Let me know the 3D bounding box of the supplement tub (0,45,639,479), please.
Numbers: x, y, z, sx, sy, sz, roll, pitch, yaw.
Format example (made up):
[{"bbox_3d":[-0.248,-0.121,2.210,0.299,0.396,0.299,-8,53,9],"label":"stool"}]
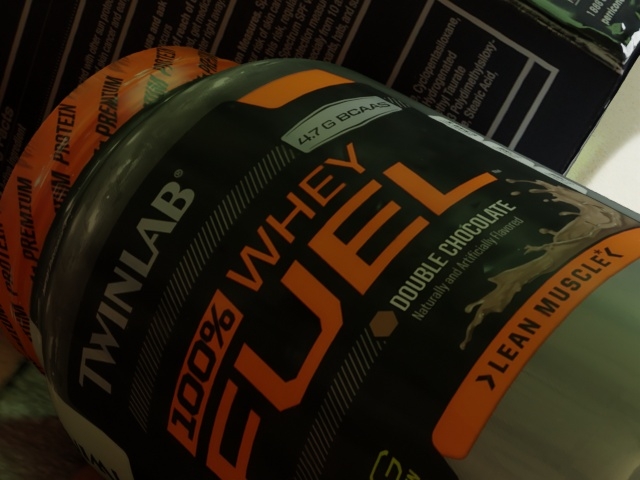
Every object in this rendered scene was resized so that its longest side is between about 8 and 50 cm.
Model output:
[{"bbox_3d":[0.033,0.056,0.741,0.338,0.207,0.207,29,14,34],"label":"supplement tub"}]

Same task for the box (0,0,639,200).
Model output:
[{"bbox_3d":[-0.004,-0.101,0.949,0.294,0.296,0.183,32,43,5],"label":"box"}]

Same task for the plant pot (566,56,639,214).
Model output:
[{"bbox_3d":[0.146,-0.009,1.220,0.256,0.257,0.274,25,29,16],"label":"plant pot"}]
